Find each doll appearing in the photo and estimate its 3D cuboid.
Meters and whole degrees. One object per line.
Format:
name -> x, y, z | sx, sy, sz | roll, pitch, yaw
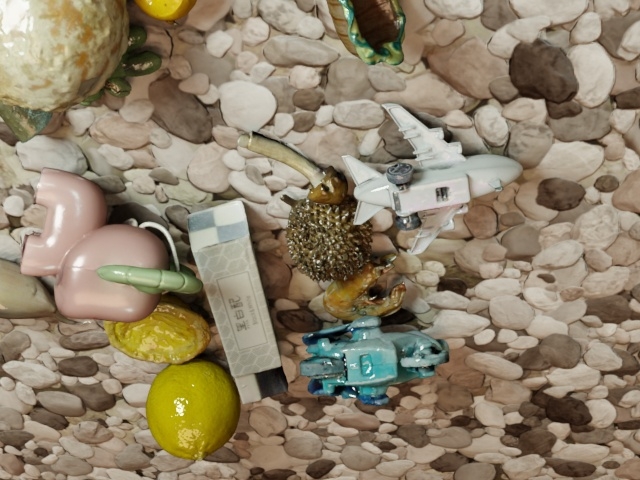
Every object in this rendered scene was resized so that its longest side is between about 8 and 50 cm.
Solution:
doll -> -0.313, 0.021, 1.258 | 0.269, 0.284, 0.216 | 12, 91, -15
doll -> -0.294, -0.236, 1.102 | 0.150, 0.077, 0.115 | -22, 126, 13

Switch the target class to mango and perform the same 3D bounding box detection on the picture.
mango -> -0.203, -0.346, 0.988 | 0.101, 0.066, 0.187 | -5, 129, 22

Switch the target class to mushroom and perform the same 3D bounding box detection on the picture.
mushroom -> -0.042, -0.107, 1.209 | 0.187, 0.060, 0.061 | 29, 129, -17

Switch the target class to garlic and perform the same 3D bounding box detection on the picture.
garlic -> -0.538, 0.102, 1.441 | 0.267, 0.148, 0.128 | 21, 96, -8

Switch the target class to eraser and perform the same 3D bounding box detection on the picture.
eraser -> -0.135, 0.117, 1.397 | 0.096, 0.098, 0.403 | -13, 133, -5

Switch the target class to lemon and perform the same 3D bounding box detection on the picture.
lemon -> -0.239, 0.321, 1.548 | 0.179, 0.203, 0.178 | -11, 145, -8

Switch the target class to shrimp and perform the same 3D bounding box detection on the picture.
shrimp -> 0.083, 0.084, 1.394 | 0.133, 0.051, 0.187 | 13, 143, -23

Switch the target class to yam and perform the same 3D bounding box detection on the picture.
yam -> -0.442, -0.220, 1.132 | 0.068, 0.068, 0.169 | -15, 129, 19

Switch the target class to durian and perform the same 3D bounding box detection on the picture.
durian -> 0.000, 0.000, 1.278 | 0.148, 0.091, 0.188 | -33, 109, 27

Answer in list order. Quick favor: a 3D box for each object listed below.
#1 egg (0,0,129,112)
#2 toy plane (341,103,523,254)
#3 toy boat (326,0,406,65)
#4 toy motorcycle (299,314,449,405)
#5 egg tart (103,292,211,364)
egg -> -0.329, -0.269, 0.984 | 0.195, 0.195, 0.233 | 14, 103, -8
toy plane -> 0.164, -0.080, 1.183 | 0.256, 0.101, 0.251 | -6, 122, 11
toy boat -> 0.045, -0.343, 0.943 | 0.099, 0.108, 0.292 | 20, 137, 33
toy motorcycle -> 0.098, 0.206, 1.422 | 0.260, 0.154, 0.206 | -6, 176, 12
egg tart -> -0.289, 0.153, 1.473 | 0.191, 0.074, 0.191 | 2, 134, 2
